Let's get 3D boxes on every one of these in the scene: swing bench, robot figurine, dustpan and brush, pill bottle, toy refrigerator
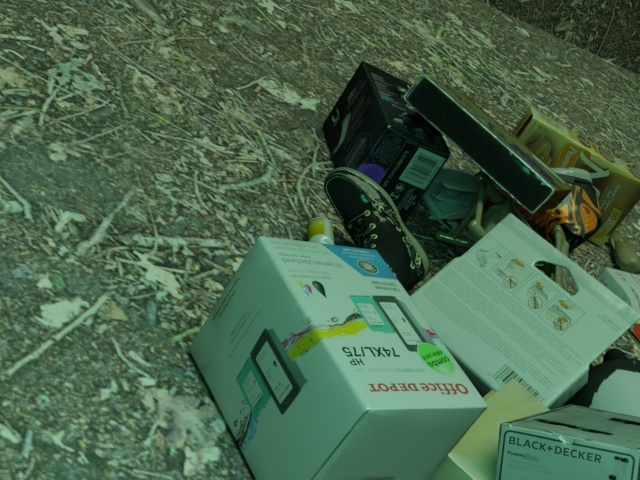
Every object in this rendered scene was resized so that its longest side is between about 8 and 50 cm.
[{"bbox_3d":[0.331,0.048,1.785,0.254,0.165,0.253,32,26,-3],"label":"swing bench"},{"bbox_3d":[0.458,0.285,1.513,0.173,0.209,0.278,35,22,-33],"label":"robot figurine"},{"bbox_3d":[0.306,-0.102,2.078,0.211,0.060,0.147,3,38,-27],"label":"dustpan and brush"},{"bbox_3d":[0.000,0.000,1.635,0.043,0.043,0.083,25,28,-16],"label":"pill bottle"},{"bbox_3d":[0.205,0.276,1.335,0.094,0.102,0.269,42,29,18],"label":"toy refrigerator"}]

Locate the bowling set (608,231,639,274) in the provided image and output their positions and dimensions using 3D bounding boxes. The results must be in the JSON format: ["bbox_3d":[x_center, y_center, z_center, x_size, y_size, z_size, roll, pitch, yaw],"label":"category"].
[{"bbox_3d":[0.825,0.025,2.340,0.287,0.200,0.154,31,25,-13],"label":"bowling set"}]

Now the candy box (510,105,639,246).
[{"bbox_3d":[0.559,-0.144,2.332,0.316,0.183,0.087,30,27,-7],"label":"candy box"}]

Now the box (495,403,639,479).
[{"bbox_3d":[0.344,0.271,1.277,0.169,0.087,0.290,7,-1,29],"label":"box"}]

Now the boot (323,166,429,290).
[{"bbox_3d":[0.072,-0.001,1.635,0.236,0.085,0.178,51,29,-4],"label":"boot"}]

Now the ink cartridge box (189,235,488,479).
[{"bbox_3d":[0.014,0.162,1.208,0.198,0.197,0.270,7,37,-41],"label":"ink cartridge box"}]

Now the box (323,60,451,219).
[{"bbox_3d":[0.120,-0.193,1.953,0.143,0.165,0.270,22,29,-23],"label":"box"}]

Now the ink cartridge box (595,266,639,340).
[{"bbox_3d":[0.695,0.160,2.121,0.189,0.066,0.232,13,29,-36],"label":"ink cartridge box"}]

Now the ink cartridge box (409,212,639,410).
[{"bbox_3d":[0.300,0.119,1.554,0.275,0.239,0.060,43,-17,30],"label":"ink cartridge box"}]

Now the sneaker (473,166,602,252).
[{"bbox_3d":[0.465,-0.066,2.169,0.321,0.124,0.180,0,60,-20],"label":"sneaker"}]

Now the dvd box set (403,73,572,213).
[{"bbox_3d":[0.326,-0.175,1.923,0.307,0.062,0.420,44,14,10],"label":"dvd box set"}]
